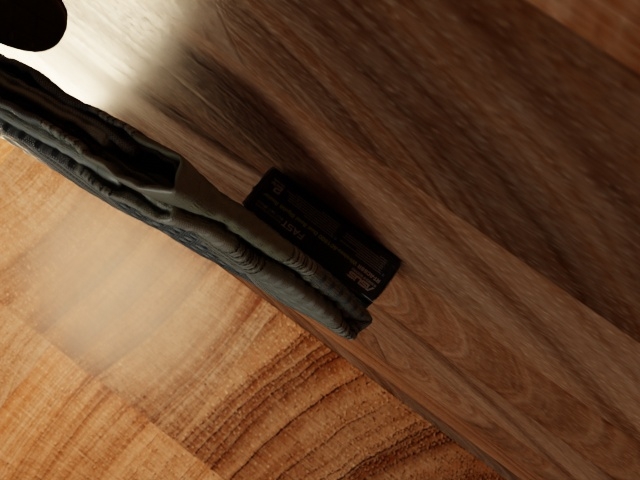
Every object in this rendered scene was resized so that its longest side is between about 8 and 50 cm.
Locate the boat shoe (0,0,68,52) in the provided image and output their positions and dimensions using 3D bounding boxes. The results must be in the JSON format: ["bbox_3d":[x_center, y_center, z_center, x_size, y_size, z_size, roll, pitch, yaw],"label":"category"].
[{"bbox_3d":[-0.247,-0.196,0.923,0.178,0.064,0.060,32,-151,-15],"label":"boat shoe"}]

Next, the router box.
[{"bbox_3d":[0.000,0.000,1.032,0.122,0.038,0.092,37,174,2],"label":"router box"}]

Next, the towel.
[{"bbox_3d":[-0.140,-0.042,0.956,0.312,0.056,0.324,31,175,30],"label":"towel"}]
